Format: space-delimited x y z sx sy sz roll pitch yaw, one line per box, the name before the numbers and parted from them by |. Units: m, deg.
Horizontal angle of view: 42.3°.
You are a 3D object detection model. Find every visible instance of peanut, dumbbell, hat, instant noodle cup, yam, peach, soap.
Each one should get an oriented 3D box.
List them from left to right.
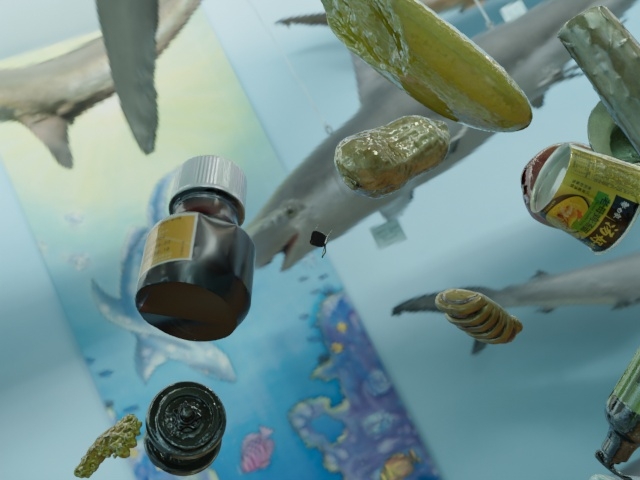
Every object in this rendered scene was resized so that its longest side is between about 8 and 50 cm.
dumbbell | -0.325 0.451 1.979 0.192 0.192 0.290 -21 -23 -22
peanut | 0.141 -0.171 1.722 0.291 0.143 0.159 -26 -9 -36
soap | 0.177 -0.311 1.420 0.115 0.427 0.306 -58 16 -5
peach | 0.601 -0.129 1.997 0.231 0.231 0.231 -25 -13 -6
instant noodle cup | 0.391 -0.067 1.225 0.122 0.151 0.151 21 -24 -6
hat | 0.653 -0.176 1.702 0.257 0.257 0.130 -23 -22 -14
yam | 0.348 -0.105 0.831 0.071 0.317 0.067 -21 -16 -37

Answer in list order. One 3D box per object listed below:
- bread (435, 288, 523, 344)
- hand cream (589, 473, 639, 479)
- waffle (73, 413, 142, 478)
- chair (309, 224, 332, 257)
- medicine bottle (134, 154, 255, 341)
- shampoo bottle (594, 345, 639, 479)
bread | 0.378 0.187 1.968 0.225 0.081 0.134 35 -24 -32
hand cream | 0.602 0.479 1.596 0.255 0.048 0.079 17 -44 -38
waffle | -0.486 0.472 1.900 0.194 0.051 0.149 -35 15 18
chair | -0.002 0.000 1.770 0.086 0.042 0.037 -72 -4 -62
medicine bottle | -0.245 0.005 1.773 0.242 0.395 0.243 4 -43 4
shampoo bottle | 0.502 0.232 1.255 0.101 0.101 0.284 -7 -54 -56
